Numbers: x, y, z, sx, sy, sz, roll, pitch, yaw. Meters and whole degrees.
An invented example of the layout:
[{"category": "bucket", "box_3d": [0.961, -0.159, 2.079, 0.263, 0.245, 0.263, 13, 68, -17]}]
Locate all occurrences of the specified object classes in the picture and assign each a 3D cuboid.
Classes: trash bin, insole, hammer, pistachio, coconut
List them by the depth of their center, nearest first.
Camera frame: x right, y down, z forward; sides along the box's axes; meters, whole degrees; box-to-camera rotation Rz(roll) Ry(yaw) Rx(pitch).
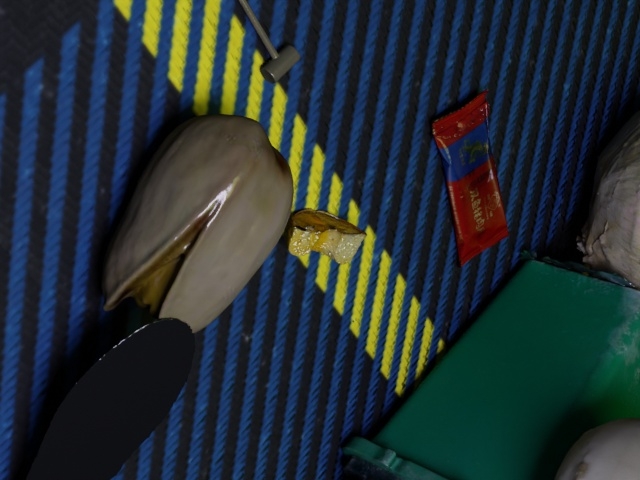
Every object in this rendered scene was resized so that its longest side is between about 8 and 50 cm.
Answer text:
[{"category": "pistachio", "box_3d": [-0.105, -0.011, 0.956, 0.129, 0.131, 0.206, 31, 89, -1]}, {"category": "insole", "box_3d": [-0.208, 0.193, 0.972, 0.109, 0.007, 0.322, 18, 112, -43]}, {"category": "hammer", "box_3d": [-0.057, -0.193, 1.001, 0.035, 0.019, 0.110, -45, 126, -18]}, {"category": "trash bin", "box_3d": [0.246, 0.228, 1.267, 0.381, 0.295, 0.259, -53, 134, -19]}, {"category": "coconut", "box_3d": [0.445, -0.032, 1.334, 0.297, 0.254, 0.297, 14, 90, -68]}]

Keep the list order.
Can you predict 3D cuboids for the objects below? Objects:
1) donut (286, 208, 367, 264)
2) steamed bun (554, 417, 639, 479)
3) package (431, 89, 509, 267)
[{"category": "donut", "box_3d": [0.000, 0.000, 1.099, 0.038, 0.067, 0.083, -62, 171, 22]}, {"category": "steamed bun", "box_3d": [0.317, 0.286, 1.054, 0.232, 0.145, 0.232, -1, 91, -50]}, {"category": "package", "box_3d": [0.169, -0.065, 1.247, 0.083, 0.022, 0.200, -34, 129, -26]}]
